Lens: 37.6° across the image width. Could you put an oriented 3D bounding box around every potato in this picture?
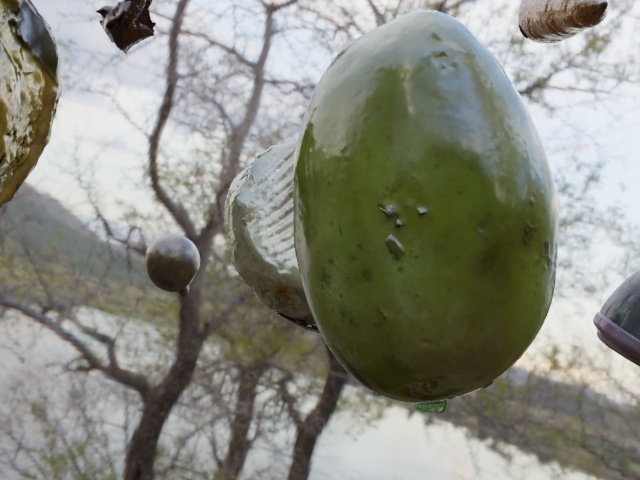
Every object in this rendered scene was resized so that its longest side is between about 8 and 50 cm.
[{"bbox_3d":[0.081,-0.024,0.757,0.216,0.304,0.216,-4,-12,-1],"label":"potato"}]

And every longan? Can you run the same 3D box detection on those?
[{"bbox_3d":[-0.260,0.045,1.675,0.106,0.106,0.119,9,-47,41],"label":"longan"}]

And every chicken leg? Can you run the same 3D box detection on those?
[{"bbox_3d":[-0.230,-0.402,1.337,0.113,0.304,0.093,19,25,-22],"label":"chicken leg"}]

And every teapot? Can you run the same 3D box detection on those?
[{"bbox_3d":[0.397,0.077,1.083,0.116,0.146,0.148,31,9,6],"label":"teapot"}]

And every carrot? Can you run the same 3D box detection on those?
[{"bbox_3d":[0.289,-0.262,1.079,0.072,0.072,0.205,19,9,-10],"label":"carrot"}]

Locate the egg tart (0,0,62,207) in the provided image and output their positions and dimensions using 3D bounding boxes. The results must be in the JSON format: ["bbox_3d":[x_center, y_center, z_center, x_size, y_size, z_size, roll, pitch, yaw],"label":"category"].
[{"bbox_3d":[-0.516,-0.162,1.117,0.443,0.443,0.178,26,10,-43],"label":"egg tart"}]

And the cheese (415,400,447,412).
[{"bbox_3d":[0.156,0.074,1.288,0.083,0.320,0.204,9,-11,-26],"label":"cheese"}]

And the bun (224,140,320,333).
[{"bbox_3d":[0.000,0.000,1.125,0.239,0.239,0.141,18,-28,-5],"label":"bun"}]
